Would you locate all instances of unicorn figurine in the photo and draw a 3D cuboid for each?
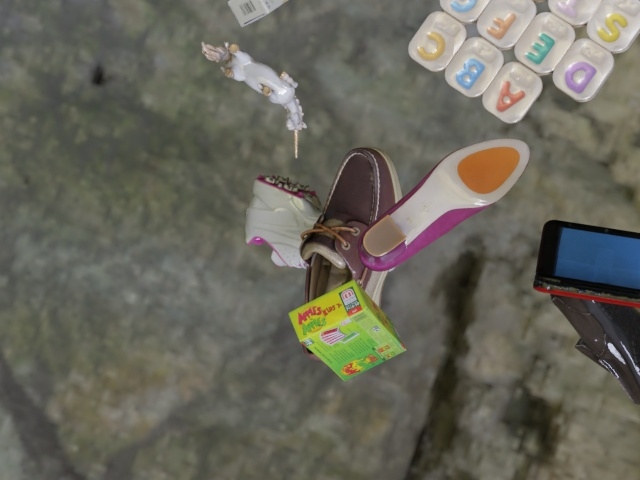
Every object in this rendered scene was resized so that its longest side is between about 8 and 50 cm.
[{"bbox_3d":[-0.065,-0.182,1.817,0.060,0.162,0.111,-41,174,2],"label":"unicorn figurine"}]

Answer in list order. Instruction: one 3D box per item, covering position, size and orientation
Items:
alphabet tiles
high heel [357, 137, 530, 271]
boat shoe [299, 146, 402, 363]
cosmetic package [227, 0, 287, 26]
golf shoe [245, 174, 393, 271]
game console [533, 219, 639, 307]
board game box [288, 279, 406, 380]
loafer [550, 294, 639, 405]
[{"bbox_3d":[0.244,-0.296,1.850,0.278,0.284,0.021,-55,165,5],"label":"alphabet tiles"},{"bbox_3d":[0.153,-0.042,1.911,0.244,0.082,0.117,-39,172,-5],"label":"high heel"},{"bbox_3d":[0.033,0.019,2.313,0.123,0.123,0.342,16,85,-54],"label":"boat shoe"},{"bbox_3d":[-0.068,-0.339,2.110,0.060,0.041,0.115,-19,-164,44],"label":"cosmetic package"},{"bbox_3d":[0.000,0.000,2.590,0.115,0.306,0.140,7,108,-58],"label":"golf shoe"},{"bbox_3d":[0.310,0.025,1.687,0.124,0.144,0.085,12,86,-81],"label":"game console"},{"bbox_3d":[0.036,0.115,1.927,0.043,0.092,0.181,67,9,27],"label":"board game box"},{"bbox_3d":[0.354,0.117,1.875,0.078,0.220,0.080,-15,-153,42],"label":"loafer"}]
